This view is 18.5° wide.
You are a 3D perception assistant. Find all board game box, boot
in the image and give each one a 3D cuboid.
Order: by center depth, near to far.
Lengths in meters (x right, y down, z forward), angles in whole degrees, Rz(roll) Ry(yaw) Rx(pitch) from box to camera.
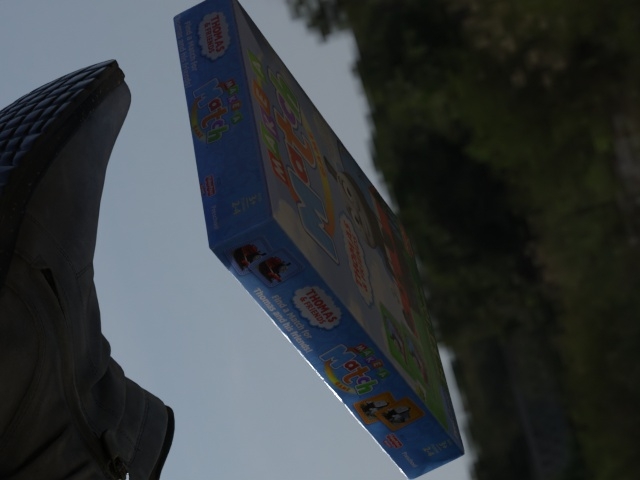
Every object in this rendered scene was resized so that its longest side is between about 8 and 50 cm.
[{"bbox_3d":[-0.125,0.036,0.948,0.161,0.083,0.246,55,-144,-26],"label":"boot"},{"bbox_3d":[0.000,0.000,0.980,0.211,0.039,0.160,50,-160,-44],"label":"board game box"}]
